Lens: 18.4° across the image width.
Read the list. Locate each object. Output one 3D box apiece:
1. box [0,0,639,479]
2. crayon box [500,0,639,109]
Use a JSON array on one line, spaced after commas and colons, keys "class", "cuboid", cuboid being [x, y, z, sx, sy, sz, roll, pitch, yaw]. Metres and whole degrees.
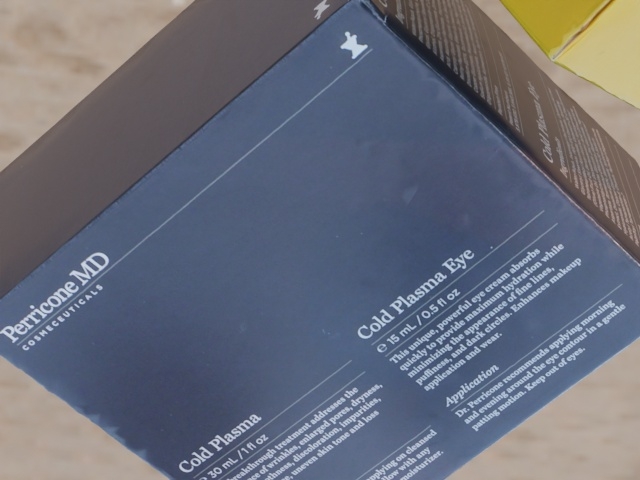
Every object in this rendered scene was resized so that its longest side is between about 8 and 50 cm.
[{"class": "box", "cuboid": [0.000, 0.000, 1.300, 0.343, 0.179, 0.312, -38, 119, 20]}, {"class": "crayon box", "cuboid": [0.153, -0.165, 1.124, 0.081, 0.202, 0.318, -46, 147, 18]}]
